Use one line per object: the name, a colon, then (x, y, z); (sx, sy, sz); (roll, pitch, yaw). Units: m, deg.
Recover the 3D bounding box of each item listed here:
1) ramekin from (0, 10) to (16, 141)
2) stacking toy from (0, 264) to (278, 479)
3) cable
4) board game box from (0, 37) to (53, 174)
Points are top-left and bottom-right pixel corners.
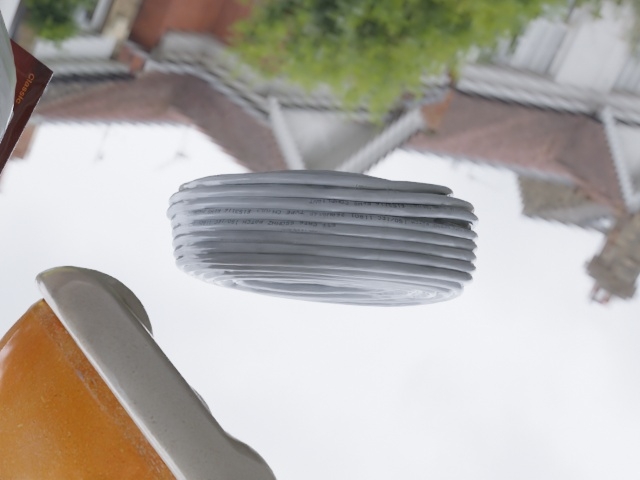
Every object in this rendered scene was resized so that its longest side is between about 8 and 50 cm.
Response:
ramekin: (-0.246, -0.065, 0.558); (0.277, 0.135, 0.277); (-13, -142, 10)
stacking toy: (-0.254, 0.277, 1.101); (0.350, 0.480, 0.350); (52, 170, 13)
cable: (0.000, 0.000, 1.274); (0.257, 0.089, 0.257); (8, 173, -33)
board game box: (-0.274, -0.015, 0.934); (0.027, 0.281, 0.145); (18, 168, 35)
